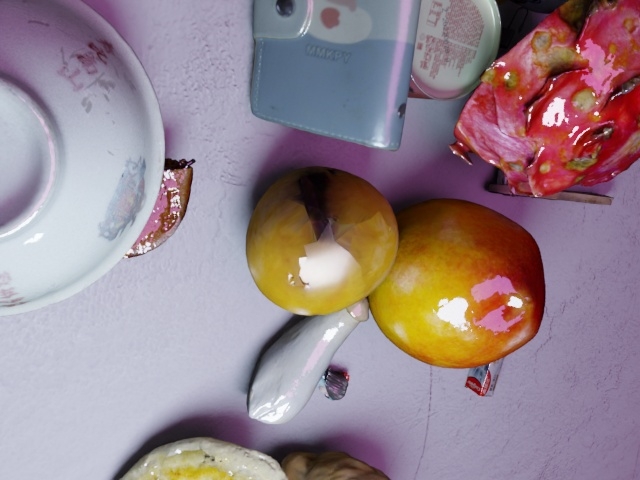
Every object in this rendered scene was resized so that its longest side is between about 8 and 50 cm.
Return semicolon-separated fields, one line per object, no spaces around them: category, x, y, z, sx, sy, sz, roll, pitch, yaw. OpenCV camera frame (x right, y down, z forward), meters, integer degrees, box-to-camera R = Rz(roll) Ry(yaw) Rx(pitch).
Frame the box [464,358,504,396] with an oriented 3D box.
box;0.349;0.206;1.596;0.040;0.055;0.218;8;102;-31

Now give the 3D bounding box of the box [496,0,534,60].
box;0.323;-0.343;1.398;0.129;0.033;0.247;-28;120;-18

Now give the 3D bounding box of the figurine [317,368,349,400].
figurine;0.007;0.242;1.411;0.106;0.047;0.060;37;50;-28

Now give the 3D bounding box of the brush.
brush;0.459;-0.107;1.550;0.327;0.070;0.065;4;95;-34

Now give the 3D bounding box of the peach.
peach;0.228;0.072;1.315;0.308;0.332;0.307;-4;101;-23

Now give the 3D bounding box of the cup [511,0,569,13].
cup;0.285;-0.482;1.180;0.317;0.212;0.212;19;97;-23

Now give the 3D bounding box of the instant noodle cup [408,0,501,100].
instant noodle cup;0.152;-0.316;1.216;0.235;0.178;0.234;-12;115;-28

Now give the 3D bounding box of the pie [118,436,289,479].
pie;-0.184;0.466;1.247;0.077;0.339;0.339;-24;130;-72

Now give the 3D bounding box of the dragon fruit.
dragon fruit;0.405;-0.213;1.242;0.386;0.249;0.371;-46;163;24

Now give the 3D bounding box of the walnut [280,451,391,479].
walnut;0.008;0.502;1.370;0.296;0.285;0.285;-22;123;15

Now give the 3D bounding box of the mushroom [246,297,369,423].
mushroom;-0.023;0.182;1.320;0.103;0.118;0.270;37;91;-20

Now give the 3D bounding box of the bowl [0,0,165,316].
bowl;-0.386;-0.098;0.892;0.435;0.196;0.434;-3;101;-15

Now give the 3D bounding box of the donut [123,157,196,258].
donut;-0.293;-0.052;1.098;0.217;0.085;0.141;-3;108;-29

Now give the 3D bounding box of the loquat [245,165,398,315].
loquat;0.000;0.000;1.205;0.235;0.235;0.235;-11;112;-28

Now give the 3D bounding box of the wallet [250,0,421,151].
wallet;0.017;-0.317;1.109;0.083;0.252;0.360;-31;131;-59
